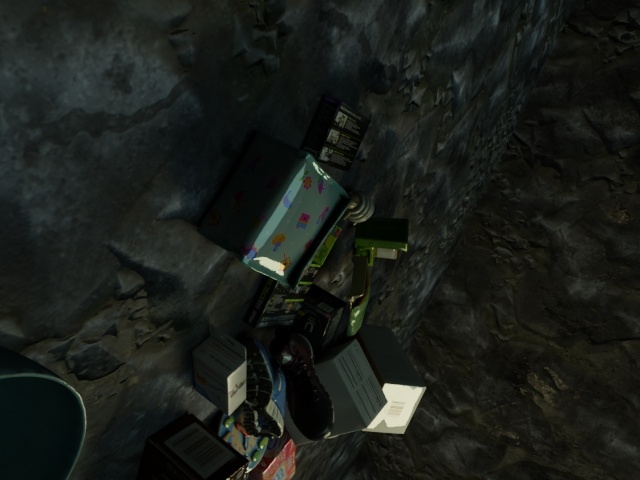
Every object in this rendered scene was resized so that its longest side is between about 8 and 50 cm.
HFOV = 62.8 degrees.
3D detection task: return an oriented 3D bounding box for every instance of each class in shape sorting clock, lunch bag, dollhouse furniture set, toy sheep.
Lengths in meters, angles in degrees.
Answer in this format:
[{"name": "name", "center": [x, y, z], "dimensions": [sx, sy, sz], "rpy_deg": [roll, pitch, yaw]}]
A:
[{"name": "shape sorting clock", "center": [-0.198, 0.508, 1.387], "dimensions": [0.206, 0.040, 0.206], "rpy_deg": [10, 77, -54]}, {"name": "lunch bag", "center": [-0.061, -0.036, 0.979], "dimensions": [0.223, 0.160, 0.262], "rpy_deg": [-58, 146, -5]}, {"name": "dollhouse furniture set", "center": [0.164, 0.106, 1.487], "dimensions": [0.197, 0.152, 0.301], "rpy_deg": [87, 11, -49]}, {"name": "toy sheep", "center": [0.097, -0.087, 1.372], "dimensions": [0.091, 0.091, 0.132], "rpy_deg": [-62, 152, 3]}]

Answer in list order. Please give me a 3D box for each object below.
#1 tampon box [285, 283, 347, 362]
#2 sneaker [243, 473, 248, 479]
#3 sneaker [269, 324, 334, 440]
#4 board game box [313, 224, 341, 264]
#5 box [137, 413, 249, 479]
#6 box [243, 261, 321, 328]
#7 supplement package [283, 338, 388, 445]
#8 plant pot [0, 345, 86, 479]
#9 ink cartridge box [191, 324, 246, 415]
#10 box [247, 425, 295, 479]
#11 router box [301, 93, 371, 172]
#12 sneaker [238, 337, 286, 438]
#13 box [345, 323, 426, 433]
[{"name": "tampon box", "center": [-0.021, 0.224, 1.430], "dimensions": [0.101, 0.121, 0.160], "rpy_deg": [-23, 136, -58]}, {"name": "sneaker", "center": [-0.292, 0.697, 1.425], "dimensions": [0.131, 0.112, 0.318], "rpy_deg": [-12, 126, -64]}, {"name": "sneaker", "center": [-0.063, 0.325, 1.238], "dimensions": [0.107, 0.281, 0.162], "rpy_deg": [-27, 142, 4]}, {"name": "board game box", "center": [0.000, 0.000, 1.221], "dimensions": [0.092, 0.043, 0.181], "rpy_deg": [-62, -175, 0]}, {"name": "box", "center": [-0.317, 0.609, 1.178], "dimensions": [0.143, 0.191, 0.381], "rpy_deg": [-18, 131, -57]}, {"name": "box", "center": [-0.088, 0.125, 1.283], "dimensions": [0.191, 0.045, 0.184], "rpy_deg": [12, 104, -65]}, {"name": "supplement package", "center": [0.015, 0.427, 1.470], "dimensions": [0.262, 0.203, 0.145], "rpy_deg": [-28, 179, 33]}, {"name": "plant pot", "center": [-0.414, 0.201, 0.503], "dimensions": [0.290, 0.196, 0.290], "rpy_deg": [-46, 153, -32]}, {"name": "ink cartridge box", "center": [-0.215, 0.277, 1.115], "dimensions": [0.062, 0.104, 0.181], "rpy_deg": [-40, 148, -42]}, {"name": "box", "center": [-0.175, 0.666, 1.589], "dimensions": [0.154, 0.142, 0.299], "rpy_deg": [-42, 150, -36]}, {"name": "router box", "center": [0.037, -0.226, 1.137], "dimensions": [0.179, 0.046, 0.133], "rpy_deg": [2, 114, -65]}, {"name": "sneaker", "center": [-0.159, 0.355, 1.327], "dimensions": [0.147, 0.130, 0.329], "rpy_deg": [-81, 168, -51]}, {"name": "box", "center": [0.206, 0.490, 1.899], "dimensions": [0.169, 0.345, 0.214], "rpy_deg": [12, 112, -20]}]
